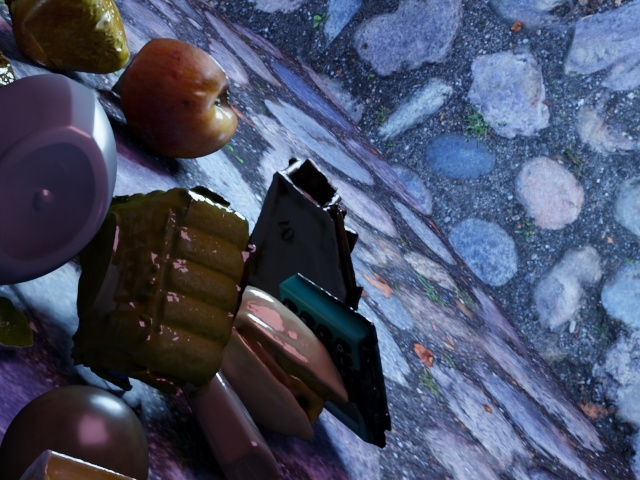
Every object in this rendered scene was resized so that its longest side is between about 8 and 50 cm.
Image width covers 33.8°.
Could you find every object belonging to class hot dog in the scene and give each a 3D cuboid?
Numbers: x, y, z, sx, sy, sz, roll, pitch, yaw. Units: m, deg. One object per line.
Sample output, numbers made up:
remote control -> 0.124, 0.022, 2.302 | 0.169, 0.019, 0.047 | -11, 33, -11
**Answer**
hot dog -> -0.577, -0.509, 2.335 | 0.405, 0.223, 0.185 | 73, -3, -67

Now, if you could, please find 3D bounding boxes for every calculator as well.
calculator -> 0.022, 0.212, 1.851 | 0.058, 0.274, 0.248 | -30, 42, -27

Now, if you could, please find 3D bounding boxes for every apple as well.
apple -> -0.331, -0.290, 2.371 | 0.251, 0.163, 0.293 | 10, -39, 30

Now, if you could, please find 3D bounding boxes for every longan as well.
longan -> -0.286, 0.273, 1.229 | 0.185, 0.159, 0.204 | -12, 92, -49

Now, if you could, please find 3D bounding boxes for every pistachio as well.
pistachio -> -0.099, 0.204, 1.765 | 0.299, 0.187, 0.187 | 46, 16, -7

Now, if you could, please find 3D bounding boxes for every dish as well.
dish -> -0.456, 0.119, 1.420 | 0.137, 0.039, 0.091 | 12, 38, -57

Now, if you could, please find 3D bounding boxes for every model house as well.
model house -> 0.000, 0.000, 2.263 | 0.317, 0.297, 0.282 | 40, 23, 2

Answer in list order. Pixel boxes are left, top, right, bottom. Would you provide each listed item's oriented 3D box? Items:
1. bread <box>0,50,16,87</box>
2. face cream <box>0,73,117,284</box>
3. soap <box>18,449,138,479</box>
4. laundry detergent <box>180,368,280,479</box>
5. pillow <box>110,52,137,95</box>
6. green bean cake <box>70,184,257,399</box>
bread -> -0.652, -0.306, 1.905 | 0.230, 0.123, 0.230 | 36, 20, -16
face cream -> -0.432, -0.095, 1.535 | 0.219, 0.312, 0.357 | 27, 3, -28
soap -> -0.219, 0.345, 1.146 | 0.274, 0.173, 0.089 | 31, 18, -32
laundry detergent -> -0.147, 0.273, 1.600 | 0.237, 0.076, 0.171 | 53, -9, 38
pillow -> -0.384, -0.336, 2.530 | 0.229, 0.148, 0.050 | 35, 42, -17
green bean cake -> -0.277, 0.068, 1.570 | 0.202, 0.285, 0.310 | 31, 62, -42
